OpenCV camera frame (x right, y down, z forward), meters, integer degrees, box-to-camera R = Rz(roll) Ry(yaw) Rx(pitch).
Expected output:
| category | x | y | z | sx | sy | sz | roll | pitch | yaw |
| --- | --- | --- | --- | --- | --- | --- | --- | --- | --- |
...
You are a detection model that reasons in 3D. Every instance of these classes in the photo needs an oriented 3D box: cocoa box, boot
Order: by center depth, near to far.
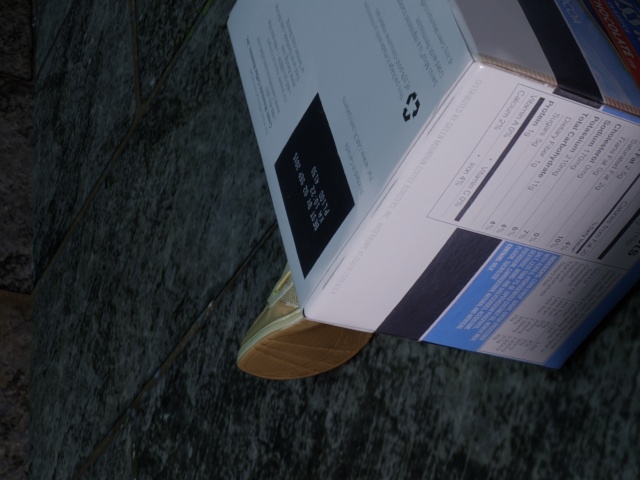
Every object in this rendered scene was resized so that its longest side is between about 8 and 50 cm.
| category | x | y | z | sx | sy | sz | roll | pitch | yaw |
| --- | --- | --- | --- | --- | --- | --- | --- | --- | --- |
| cocoa box | 0.100 | -0.117 | 0.943 | 0.231 | 0.228 | 0.347 | -56 | 33 | 34 |
| boot | 0.000 | 0.000 | 1.228 | 0.262 | 0.095 | 0.203 | -47 | 40 | 42 |
